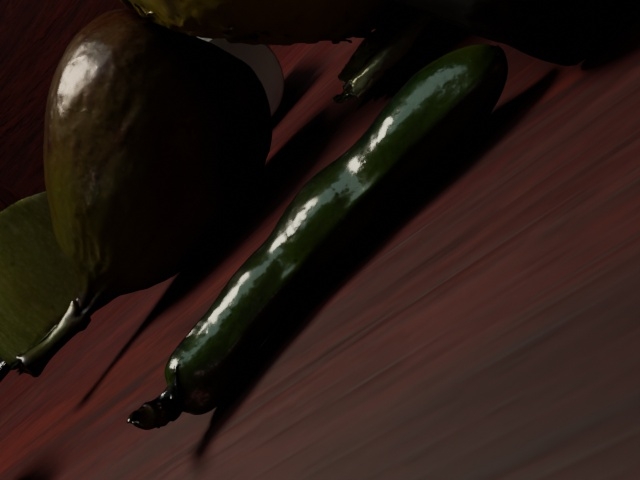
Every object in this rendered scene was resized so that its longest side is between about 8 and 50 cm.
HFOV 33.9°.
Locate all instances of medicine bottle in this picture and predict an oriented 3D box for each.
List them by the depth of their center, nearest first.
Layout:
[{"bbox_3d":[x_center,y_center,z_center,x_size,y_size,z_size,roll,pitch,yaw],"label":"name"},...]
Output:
[{"bbox_3d":[-0.092,-0.151,1.010,0.103,0.103,0.187,-49,14,0],"label":"medicine bottle"}]

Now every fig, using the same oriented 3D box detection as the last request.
[{"bbox_3d":[-0.139,-0.025,0.751,0.146,0.170,0.274,23,88,31],"label":"fig"}]

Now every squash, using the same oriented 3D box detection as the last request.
[{"bbox_3d":[-0.310,0.027,1.167,0.220,0.133,0.220,-47,8,9],"label":"squash"}]

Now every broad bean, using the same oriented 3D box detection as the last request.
[{"bbox_3d":[-0.001,0.000,0.465,0.227,0.039,0.069,-49,8,3],"label":"broad bean"}]

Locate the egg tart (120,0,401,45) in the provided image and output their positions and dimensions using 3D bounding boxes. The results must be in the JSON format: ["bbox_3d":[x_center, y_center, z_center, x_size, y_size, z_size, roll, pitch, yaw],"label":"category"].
[{"bbox_3d":[-0.040,-0.213,0.698,0.341,0.342,0.132,-80,-6,-65],"label":"egg tart"}]

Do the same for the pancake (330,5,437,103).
[{"bbox_3d":[0.053,-0.132,0.683,0.116,0.022,0.129,-46,11,-5],"label":"pancake"}]

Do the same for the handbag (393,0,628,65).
[{"bbox_3d":[0.090,-0.200,0.471,0.247,0.080,0.223,-50,47,-7],"label":"handbag"}]

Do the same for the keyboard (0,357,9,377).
[{"bbox_3d":[-0.403,0.139,1.350,0.087,0.017,0.250,-54,14,-14],"label":"keyboard"}]
